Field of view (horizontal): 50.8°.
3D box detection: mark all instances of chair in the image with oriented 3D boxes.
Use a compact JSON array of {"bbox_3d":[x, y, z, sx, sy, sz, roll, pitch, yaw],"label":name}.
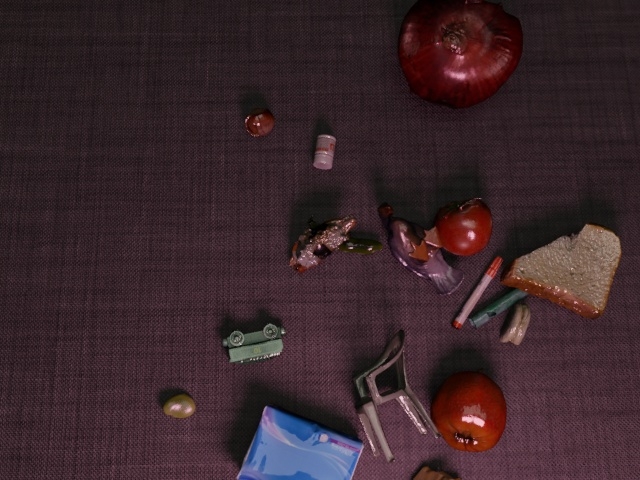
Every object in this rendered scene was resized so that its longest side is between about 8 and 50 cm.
[{"bbox_3d":[0.180,0.391,1.708,0.191,0.203,0.274,-23,82,-11],"label":"chair"}]

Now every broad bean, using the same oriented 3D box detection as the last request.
[{"bbox_3d":[-0.370,0.433,1.765,0.083,0.045,0.063,-1,77,-9],"label":"broad bean"},{"bbox_3d":[0.063,-0.005,1.883,0.227,0.039,0.069,24,80,8],"label":"broad bean"}]

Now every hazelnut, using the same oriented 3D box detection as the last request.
[{"bbox_3d":[-0.175,-0.342,1.950,0.087,0.086,0.086,0,76,-1],"label":"hazelnut"}]

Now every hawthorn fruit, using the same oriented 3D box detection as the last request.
[{"bbox_3d":[0.386,0.415,1.721,0.197,0.196,0.225,22,52,5],"label":"hawthorn fruit"}]

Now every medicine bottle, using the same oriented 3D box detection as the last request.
[{"bbox_3d":[0.012,-0.255,1.937,0.057,0.057,0.089,8,76,1],"label":"medicine bottle"}]

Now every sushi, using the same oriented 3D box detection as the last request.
[{"bbox_3d":[-0.001,0.000,1.823,0.226,0.103,0.097,-39,95,9],"label":"sushi"}]

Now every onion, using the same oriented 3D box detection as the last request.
[{"bbox_3d":[0.376,-0.530,1.896,0.342,0.341,0.341,0,76,-1],"label":"onion"}]

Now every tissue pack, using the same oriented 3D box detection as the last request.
[{"bbox_3d":[-0.047,0.547,1.688,0.264,0.146,0.198,21,77,4],"label":"tissue pack"}]

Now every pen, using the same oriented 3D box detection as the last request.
[{"bbox_3d":[0.434,0.143,1.858,0.028,0.028,0.239,35,78,7],"label":"pen"}]

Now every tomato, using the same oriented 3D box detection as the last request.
[{"bbox_3d":[0.399,-0.035,1.845,0.168,0.167,0.167,0,76,-1],"label":"tomato"}]

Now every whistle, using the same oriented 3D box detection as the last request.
[{"bbox_3d":[0.491,0.179,1.845,0.186,0.039,0.039,-32,78,-9],"label":"whistle"}]

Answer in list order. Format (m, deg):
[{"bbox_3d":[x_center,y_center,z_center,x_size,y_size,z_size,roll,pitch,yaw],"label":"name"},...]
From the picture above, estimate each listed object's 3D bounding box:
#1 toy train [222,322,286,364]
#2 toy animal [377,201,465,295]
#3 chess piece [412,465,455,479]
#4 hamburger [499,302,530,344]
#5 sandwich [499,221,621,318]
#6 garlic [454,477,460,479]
[{"bbox_3d":[-0.173,0.277,1.796,0.172,0.070,0.099,-11,83,-5],"label":"toy train"},{"bbox_3d":[0.263,0.019,1.816,0.298,0.185,0.122,45,78,-16],"label":"toy animal"},{"bbox_3d":[0.219,0.695,1.663,0.137,0.137,0.301,41,80,9],"label":"chess piece"},{"bbox_3d":[0.530,0.219,1.812,0.054,0.084,0.121,22,75,6],"label":"hamburger"},{"bbox_3d":[0.657,0.054,1.828,0.289,0.099,0.254,20,76,1],"label":"sandwich"},{"bbox_3d":[0.349,0.670,1.703,0.084,0.066,0.152,-28,76,-9],"label":"garlic"}]
